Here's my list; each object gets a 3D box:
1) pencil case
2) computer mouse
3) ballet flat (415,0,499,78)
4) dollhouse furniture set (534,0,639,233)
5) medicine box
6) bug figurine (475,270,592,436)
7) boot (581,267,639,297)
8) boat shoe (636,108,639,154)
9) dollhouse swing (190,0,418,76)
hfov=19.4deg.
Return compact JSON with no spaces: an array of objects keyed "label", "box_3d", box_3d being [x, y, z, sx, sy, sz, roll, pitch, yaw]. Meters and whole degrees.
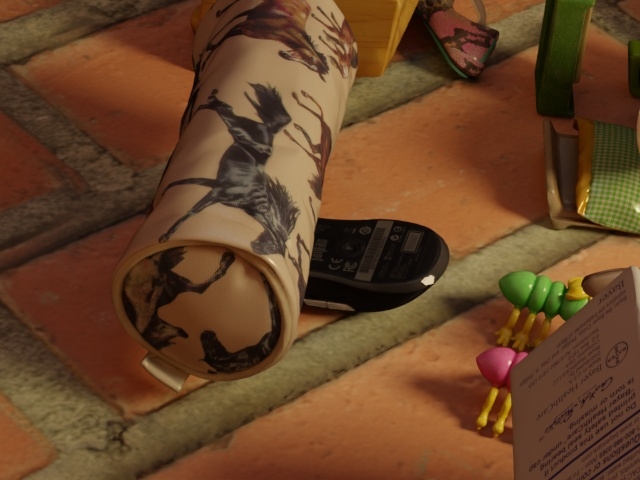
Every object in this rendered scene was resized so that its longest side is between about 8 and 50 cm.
[{"label":"pencil case","box_3d":[-0.072,-0.059,1.678,0.160,0.183,0.410,21,43,-8]},{"label":"computer mouse","box_3d":[0.000,0.000,1.761,0.262,0.060,0.184,2,41,13]},{"label":"ballet flat","box_3d":[0.135,-0.268,2.091,0.077,0.079,0.221,31,17,-46]},{"label":"dollhouse furniture set","box_3d":[0.329,-0.146,1.910,0.197,0.151,0.301,6,38,0]},{"label":"medicine box","box_3d":[0.284,0.210,1.368,0.263,0.149,0.289,33,34,-20]},{"label":"bug figurine","box_3d":[0.250,0.103,1.650,0.216,0.072,0.279,13,39,9]},{"label":"boot","box_3d":[0.288,0.069,1.609,0.118,0.042,0.087,3,48,-10]},{"label":"boat shoe","box_3d":[0.434,-0.151,1.842,0.096,0.117,0.324,16,32,41]},{"label":"dollhouse swing","box_3d":[0.009,-0.397,1.991,0.315,0.305,0.347,4,43,21]}]
